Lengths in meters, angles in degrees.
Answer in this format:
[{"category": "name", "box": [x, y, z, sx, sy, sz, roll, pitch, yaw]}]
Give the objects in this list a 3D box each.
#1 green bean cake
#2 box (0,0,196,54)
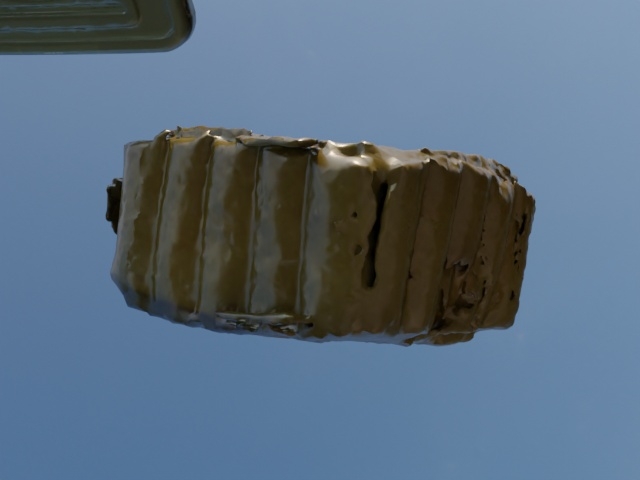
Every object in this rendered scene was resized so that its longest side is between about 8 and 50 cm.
[{"category": "green bean cake", "box": [0.000, 0.000, 0.639, 0.224, 0.229, 0.131, 4, -87, -52]}, {"category": "box", "box": [-0.192, -0.239, 0.719, 0.163, 0.243, 0.135, 74, -154, -42]}]
